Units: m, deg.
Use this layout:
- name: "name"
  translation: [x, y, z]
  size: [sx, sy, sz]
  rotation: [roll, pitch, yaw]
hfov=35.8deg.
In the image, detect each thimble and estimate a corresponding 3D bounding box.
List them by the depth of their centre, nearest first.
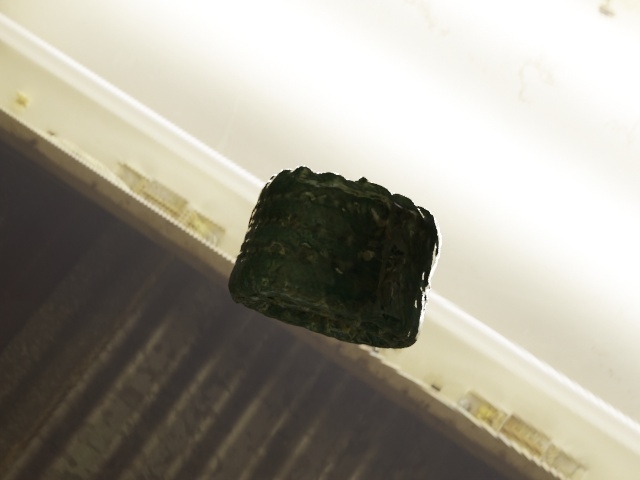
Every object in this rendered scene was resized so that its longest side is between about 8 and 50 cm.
- name: "thimble"
  translation: [0.020, 0.024, 1.031]
  size: [0.198, 0.235, 0.143]
  rotation: [10, -104, 27]

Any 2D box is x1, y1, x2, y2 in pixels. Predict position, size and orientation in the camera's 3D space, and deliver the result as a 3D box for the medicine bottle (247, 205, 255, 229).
- name: "medicine bottle"
  translation: [0.000, 0.000, 1.380]
  size: [0.191, 0.096, 0.096]
  rotation: [4, -116, 11]
